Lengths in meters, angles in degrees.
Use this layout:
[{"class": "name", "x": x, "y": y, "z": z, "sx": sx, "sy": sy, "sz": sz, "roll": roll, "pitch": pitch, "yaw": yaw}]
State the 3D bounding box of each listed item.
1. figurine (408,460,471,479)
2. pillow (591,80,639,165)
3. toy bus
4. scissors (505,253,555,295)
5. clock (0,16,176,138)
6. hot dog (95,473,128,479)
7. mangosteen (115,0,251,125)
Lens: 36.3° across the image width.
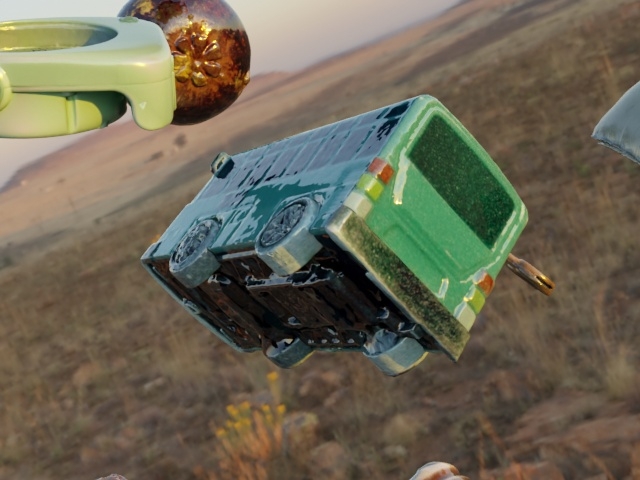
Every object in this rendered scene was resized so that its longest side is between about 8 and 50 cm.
[{"class": "figurine", "x": 0.112, "y": 0.341, "z": 0.686, "sx": 0.196, "sy": 0.323, "sz": 0.320, "roll": 1, "pitch": 50, "yaw": 4}, {"class": "pillow", "x": 0.320, "y": -0.081, "z": 0.660, "sx": 0.185, "sy": 0.075, "sz": 0.302, "roll": -37, "pitch": 27, "yaw": 6}, {"class": "toy bus", "x": 0.000, "y": 0.000, "z": 0.666, "sx": 0.256, "sy": 0.128, "sz": 0.147, "roll": -8, "pitch": 42, "yaw": 55}, {"class": "scissors", "x": 0.151, "y": -0.017, "z": 1.016, "sx": 0.017, "sy": 0.220, "sz": 0.088, "roll": -52, "pitch": 4, "yaw": 4}, {"class": "clock", "x": -0.218, "y": -0.124, "z": 0.732, "sx": 0.211, "sy": 0.066, "sz": 0.159, "roll": -4, "pitch": 23, "yaw": -10}, {"class": "hot dog", "x": -0.118, "y": 0.232, "z": 0.741, "sx": 0.099, "sy": 0.147, "sz": 0.065, "roll": -46, "pitch": 21, "yaw": 49}, {"class": "mangosteen", "x": -0.198, "y": -0.255, "z": 1.312, "sx": 0.192, "sy": 0.192, "sz": 0.217, "roll": -25, "pitch": 29, "yaw": -15}]
